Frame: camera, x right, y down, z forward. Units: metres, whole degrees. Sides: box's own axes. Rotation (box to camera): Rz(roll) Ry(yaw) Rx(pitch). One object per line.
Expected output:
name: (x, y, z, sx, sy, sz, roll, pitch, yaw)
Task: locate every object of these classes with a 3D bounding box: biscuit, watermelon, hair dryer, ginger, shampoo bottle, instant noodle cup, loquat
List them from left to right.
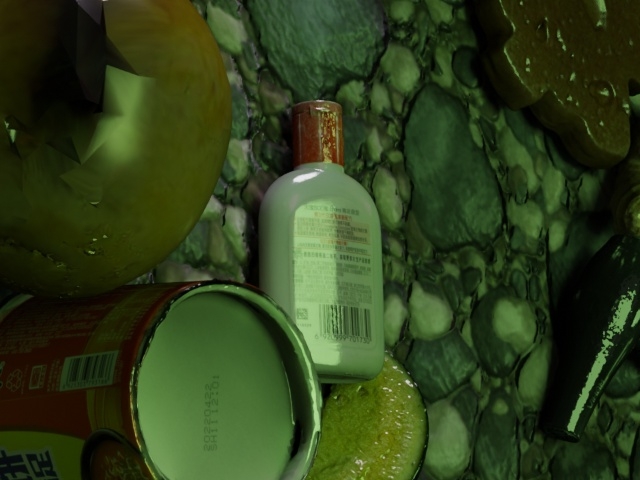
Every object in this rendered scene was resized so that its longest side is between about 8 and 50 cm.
loquat: (-0.173, -0.076, 1.312, 0.235, 0.235, 0.235, 11, 73, -41)
instant noodle cup: (-0.114, 0.118, 1.358, 0.213, 0.174, 0.213, 11, 74, -41)
shampoo bottle: (0.000, 0.000, 1.572, 0.108, 0.051, 0.221, 6, 74, -28)
watermelon: (0.036, 0.175, 1.583, 0.092, 0.075, 0.181, 13, 61, 8)
biscuit: (0.239, -0.219, 1.852, 0.301, 0.043, 0.278, -43, 110, -40)
hair dryer: (0.292, 0.122, 1.822, 0.219, 0.075, 0.195, 38, 67, -39)
ginger: (0.327, -0.106, 1.884, 0.075, 0.089, 0.288, 26, 52, 5)
